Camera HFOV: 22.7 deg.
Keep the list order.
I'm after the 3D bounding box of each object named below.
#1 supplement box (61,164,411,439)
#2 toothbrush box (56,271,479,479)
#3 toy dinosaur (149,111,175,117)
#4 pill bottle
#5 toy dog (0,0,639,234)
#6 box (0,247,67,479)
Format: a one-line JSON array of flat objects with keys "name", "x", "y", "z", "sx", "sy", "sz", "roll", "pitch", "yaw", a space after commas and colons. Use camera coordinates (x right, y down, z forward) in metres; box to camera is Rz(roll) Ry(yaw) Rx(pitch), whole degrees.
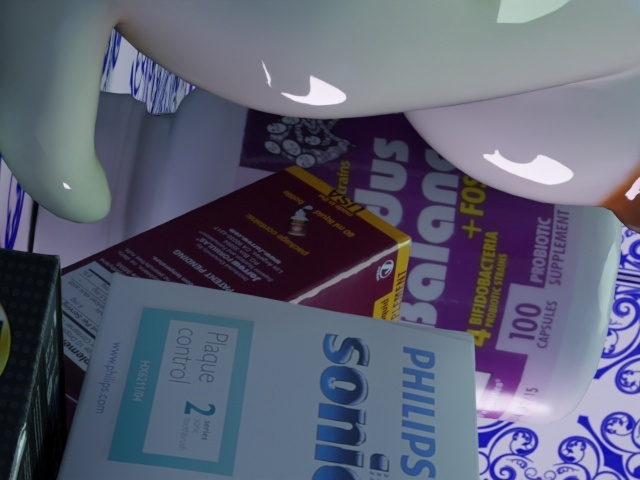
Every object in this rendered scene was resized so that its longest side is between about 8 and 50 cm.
[{"name": "supplement box", "x": -0.055, "y": 0.054, "z": 0.705, "sx": 0.188, "sy": 0.081, "sz": 0.104, "roll": -27, "pitch": 136, "yaw": -38}, {"name": "toothbrush box", "x": -0.036, "y": 0.195, "z": 0.504, "sx": 0.216, "sy": 0.126, "sz": 0.296, "roll": -84, "pitch": -175, "yaw": -54}, {"name": "toy dinosaur", "x": -0.048, "y": 0.014, "z": 1.050, "sx": 0.218, "sy": 0.164, "sz": 0.322, "roll": -54, "pitch": -149, "yaw": -11}, {"name": "pill bottle", "x": 0.000, "y": 0.000, "z": 0.883, "sx": 0.169, "sy": 0.301, "sz": 0.169, "roll": -172, "pitch": -90, "yaw": -86}, {"name": "toy dog", "x": 0.085, "y": -0.138, "z": 0.658, "sx": 0.395, "sy": 0.284, "sz": 0.408, "roll": -63, "pitch": 150, "yaw": 0}, {"name": "box", "x": -0.123, "y": 0.152, "z": 0.479, "sx": 0.270, "sy": 0.060, "sz": 0.216, "roll": 105, "pitch": -6, "yaw": -62}]
